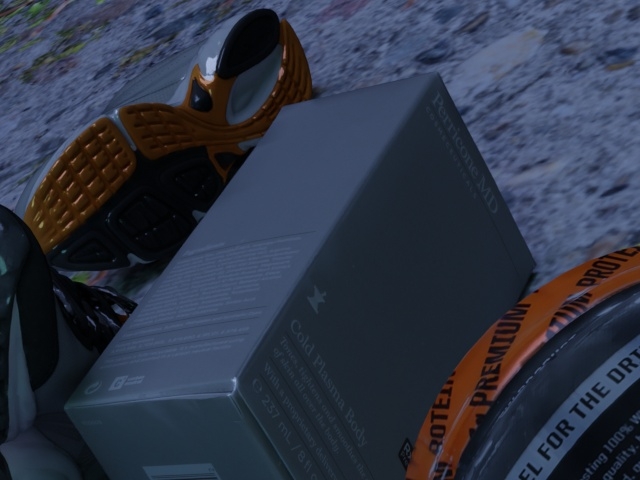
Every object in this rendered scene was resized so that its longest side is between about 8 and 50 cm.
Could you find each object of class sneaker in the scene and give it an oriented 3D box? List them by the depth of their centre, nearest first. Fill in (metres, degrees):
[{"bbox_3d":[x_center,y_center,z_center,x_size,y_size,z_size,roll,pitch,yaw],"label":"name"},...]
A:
[{"bbox_3d":[-0.126,0.048,0.830,0.108,0.271,0.100,-33,69,-15],"label":"sneaker"},{"bbox_3d":[-0.117,-0.054,1.196,0.121,0.099,0.262,-15,20,45],"label":"sneaker"}]

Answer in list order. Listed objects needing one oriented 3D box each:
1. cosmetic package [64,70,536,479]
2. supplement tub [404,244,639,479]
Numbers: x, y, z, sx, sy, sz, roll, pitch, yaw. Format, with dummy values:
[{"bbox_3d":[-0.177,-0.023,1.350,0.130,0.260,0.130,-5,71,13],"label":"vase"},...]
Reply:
[{"bbox_3d":[0.000,0.040,0.827,0.107,0.127,0.238,-10,33,37],"label":"cosmetic package"},{"bbox_3d":[0.152,0.124,0.400,0.207,0.207,0.338,-33,25,-7],"label":"supplement tub"}]
